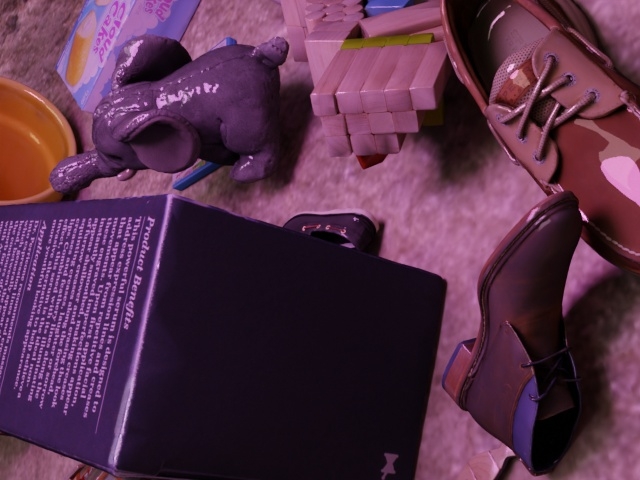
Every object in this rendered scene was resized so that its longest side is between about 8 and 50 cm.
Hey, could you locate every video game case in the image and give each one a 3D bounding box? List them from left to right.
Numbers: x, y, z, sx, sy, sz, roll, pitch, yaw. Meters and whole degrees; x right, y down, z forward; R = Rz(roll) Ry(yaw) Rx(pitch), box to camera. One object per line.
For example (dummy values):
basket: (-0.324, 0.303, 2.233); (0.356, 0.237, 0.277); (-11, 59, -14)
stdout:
video game case: (-0.146, -0.158, 1.339); (0.119, 0.015, 0.166); (-26, 57, 43)

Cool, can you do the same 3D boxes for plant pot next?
plant pot: (-0.517, -0.081, 1.612); (0.239, 0.254, 0.254); (123, 143, -45)

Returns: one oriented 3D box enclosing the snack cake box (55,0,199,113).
snack cake box: (-0.259, -0.310, 1.482); (0.264, 0.089, 0.152); (-60, 38, 17)

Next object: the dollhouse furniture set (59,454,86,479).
dollhouse furniture set: (-0.239, 0.202, 1.280); (0.182, 0.101, 0.161); (-44, 70, 32)

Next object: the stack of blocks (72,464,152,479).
stack of blocks: (-0.284, 0.364, 1.106); (0.297, 0.087, 0.171); (-51, 9, -10)

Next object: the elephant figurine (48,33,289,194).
elephant figurine: (-0.169, -0.130, 1.146); (0.169, 0.239, 0.186); (-139, 48, -69)

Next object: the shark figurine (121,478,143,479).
shark figurine: (-0.088, 0.253, 0.899); (0.116, 0.166, 0.278); (-42, 14, -30)

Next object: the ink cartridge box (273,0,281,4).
ink cartridge box: (-0.082, -0.367, 1.196); (0.139, 0.190, 0.082); (-46, 44, 30)

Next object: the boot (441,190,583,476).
boot: (0.166, 0.072, 0.779); (0.106, 0.082, 0.219); (52, 144, 36)

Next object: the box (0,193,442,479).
box: (-0.137, 0.097, 0.996); (0.395, 0.293, 0.212); (1, 77, 51)

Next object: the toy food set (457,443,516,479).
toy food set: (0.120, 0.220, 0.850); (0.122, 0.019, 0.078); (-40, 48, 25)

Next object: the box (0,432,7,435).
box: (-0.485, 0.159, 1.485); (0.167, 0.203, 0.169); (23, 94, 53)

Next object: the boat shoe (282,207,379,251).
boat shoe: (-0.001, -0.001, 1.059); (0.133, 0.049, 0.042); (-8, 39, 48)

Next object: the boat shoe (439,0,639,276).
boat shoe: (0.178, -0.100, 0.818); (0.122, 0.120, 0.324); (-53, 41, 24)

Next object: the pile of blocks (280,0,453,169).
pile of blocks: (0.053, -0.169, 1.030); (0.362, 0.148, 0.113); (-105, 1, -56)
